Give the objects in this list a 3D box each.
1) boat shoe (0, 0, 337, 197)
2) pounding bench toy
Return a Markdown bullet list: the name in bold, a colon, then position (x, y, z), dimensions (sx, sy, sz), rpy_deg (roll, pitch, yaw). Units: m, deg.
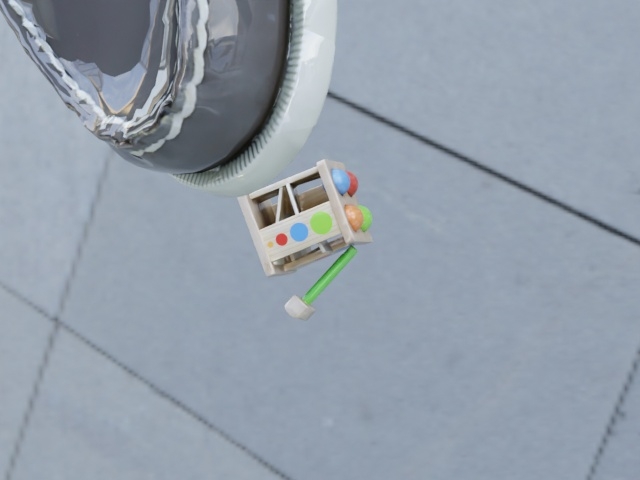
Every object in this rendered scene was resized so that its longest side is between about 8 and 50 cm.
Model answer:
- **boat shoe**: position (-0.067, -0.107, 0.350), dimensions (0.081, 0.069, 0.227), rpy_deg (-43, 58, 33)
- **pounding bench toy**: position (0.000, 0.000, 1.005), dimensions (0.065, 0.052, 0.083), rpy_deg (-22, 85, 13)
